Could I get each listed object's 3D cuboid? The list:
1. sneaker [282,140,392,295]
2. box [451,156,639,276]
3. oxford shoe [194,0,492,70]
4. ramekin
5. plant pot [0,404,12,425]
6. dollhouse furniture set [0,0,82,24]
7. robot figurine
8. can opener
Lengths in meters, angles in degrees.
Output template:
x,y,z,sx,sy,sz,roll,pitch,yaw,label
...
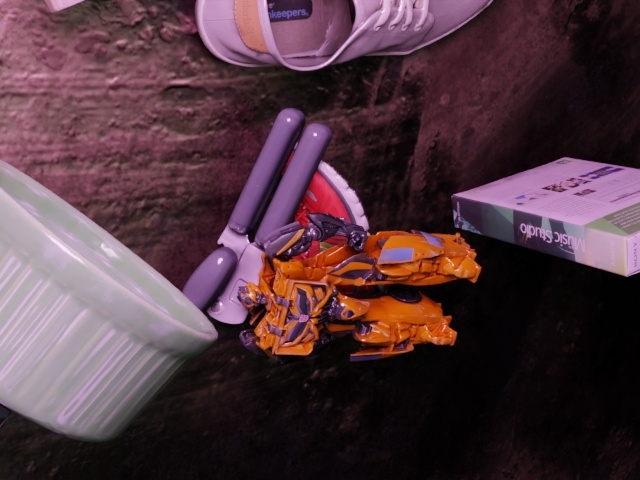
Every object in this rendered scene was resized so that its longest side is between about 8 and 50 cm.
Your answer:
x,y,z,sx,sy,sz,roll,pitch,yaw,label
0.000,0.000,1.206,0.118,0.107,0.279,-33,117,-11,sneaker
0.369,-0.042,1.297,0.232,0.322,0.058,-19,109,-27,box
0.070,-0.296,1.151,0.449,0.130,0.169,-19,111,-29,oxford shoe
-0.263,0.059,0.934,0.303,0.303,0.148,39,88,-34,ramekin
-0.431,0.163,0.929,0.167,0.187,0.188,43,78,-21,plant pot
-0.249,-0.399,0.784,0.362,0.256,0.394,-35,110,-31,dollhouse furniture set
0.042,0.066,1.154,0.291,0.085,0.211,-2,122,-26,robot figurine
-0.075,-0.019,1.122,0.280,0.074,0.093,-62,170,14,can opener
